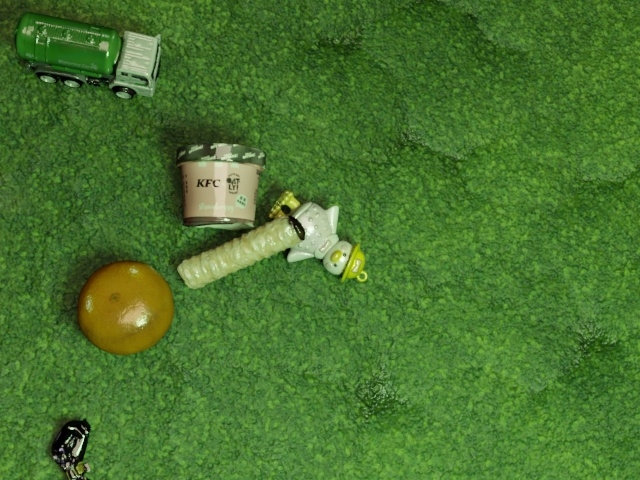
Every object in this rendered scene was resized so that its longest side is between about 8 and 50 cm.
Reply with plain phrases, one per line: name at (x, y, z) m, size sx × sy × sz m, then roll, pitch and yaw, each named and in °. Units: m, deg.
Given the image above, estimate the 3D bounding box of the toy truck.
toy truck at (-0.394, -0.321, 1.666) m, size 0.242 × 0.125 × 0.101 m, roll 10°, pitch 74°, yaw -8°

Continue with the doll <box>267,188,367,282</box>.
doll at (0.000, 0.000, 1.682) m, size 0.207 × 0.081 × 0.129 m, roll 41°, pitch 93°, yaw -1°

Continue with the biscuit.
biscuit at (-0.131, 0.017, 1.632) m, size 0.219 × 0.055 × 0.061 m, roll -26°, pitch 124°, yaw 8°

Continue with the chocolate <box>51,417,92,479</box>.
chocolate at (-0.382, 0.361, 1.547) m, size 0.072 × 0.070 × 0.147 m, roll -17°, pitch 70°, yaw -3°

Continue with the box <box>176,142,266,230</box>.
box at (-0.170, -0.085, 1.643) m, size 0.151 × 0.151 × 0.135 m, roll 3°, pitch 86°, yaw -9°

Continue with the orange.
orange at (-0.314, 0.110, 1.580) m, size 0.156 × 0.124 × 0.156 m, roll -2°, pitch 67°, yaw 5°
